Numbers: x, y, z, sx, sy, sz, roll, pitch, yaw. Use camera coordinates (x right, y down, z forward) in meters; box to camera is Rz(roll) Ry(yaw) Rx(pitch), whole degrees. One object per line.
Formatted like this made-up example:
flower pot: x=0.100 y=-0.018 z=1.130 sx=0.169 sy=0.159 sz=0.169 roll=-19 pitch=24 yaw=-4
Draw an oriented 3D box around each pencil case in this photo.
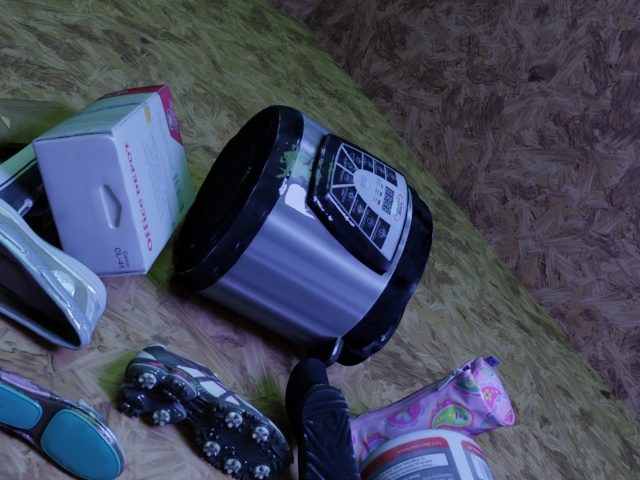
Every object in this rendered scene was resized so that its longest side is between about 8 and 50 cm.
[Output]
pencil case: x=0.169 y=0.290 z=1.179 sx=0.124 sy=0.284 sz=0.124 roll=43 pitch=28 yaw=-30

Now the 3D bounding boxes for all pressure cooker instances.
pressure cooker: x=-0.003 y=0.000 z=1.317 sx=0.420 sy=0.370 sz=0.375 roll=32 pitch=9 yaw=-22

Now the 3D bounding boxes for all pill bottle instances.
pill bottle: x=0.178 y=0.463 z=0.997 sx=0.210 sy=0.210 sz=0.363 roll=28 pitch=28 yaw=-27

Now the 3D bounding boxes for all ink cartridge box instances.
ink cartridge box: x=-0.316 y=-0.106 z=1.172 sx=0.306 sy=0.131 sz=0.226 roll=-75 pitch=159 yaw=-66

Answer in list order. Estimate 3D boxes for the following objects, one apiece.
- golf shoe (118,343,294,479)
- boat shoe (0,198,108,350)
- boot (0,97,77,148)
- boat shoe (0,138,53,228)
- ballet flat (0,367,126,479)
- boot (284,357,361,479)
golf shoe: x=-0.149 y=0.235 z=1.034 sx=0.273 sy=0.105 sz=0.120 roll=37 pitch=18 yaw=-11
boat shoe: x=-0.429 y=0.030 z=0.950 sx=0.320 sy=0.118 sz=0.103 roll=40 pitch=19 yaw=-20
boot: x=-0.551 y=-0.228 z=1.247 sx=0.236 sy=0.089 sz=0.269 roll=51 pitch=23 yaw=12
boat shoe: x=-0.440 y=-0.080 z=1.120 sx=0.105 sy=0.113 sz=0.306 roll=44 pitch=26 yaw=-10
ballet flat: x=-0.326 y=0.207 z=0.867 sx=0.221 sy=0.077 sz=0.079 roll=34 pitch=6 yaw=-15
boot: x=0.001 y=0.315 z=1.097 sx=0.094 sy=0.246 sz=0.207 roll=-4 pitch=2 yaw=-6
